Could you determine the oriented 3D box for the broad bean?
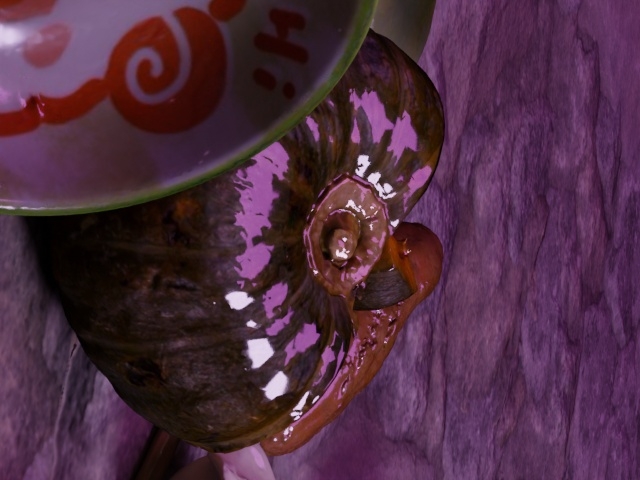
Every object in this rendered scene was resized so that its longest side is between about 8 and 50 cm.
[{"bbox_3d":[0.056,-0.254,1.566,0.169,0.100,0.228,-46,148,-46],"label":"broad bean"}]

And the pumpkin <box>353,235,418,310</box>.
[{"bbox_3d":[-0.003,-0.060,1.428,0.131,0.126,0.248,29,50,-71],"label":"pumpkin"}]

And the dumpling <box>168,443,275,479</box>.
[{"bbox_3d":[-0.083,0.210,1.265,0.169,0.100,0.134,-47,165,-15],"label":"dumpling"}]

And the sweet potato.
[{"bbox_3d":[0.034,0.063,1.538,0.354,0.095,0.106,-50,163,-46],"label":"sweet potato"}]

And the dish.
[{"bbox_3d":[-0.136,-0.163,0.915,0.324,0.324,0.124,60,9,-53],"label":"dish"}]

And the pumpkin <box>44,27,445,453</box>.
[{"bbox_3d":[-0.082,-0.045,1.158,0.232,0.242,0.325,41,62,-31],"label":"pumpkin"}]

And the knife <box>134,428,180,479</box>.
[{"bbox_3d":[-0.106,0.109,1.324,0.047,0.017,0.298,65,36,-42],"label":"knife"}]
